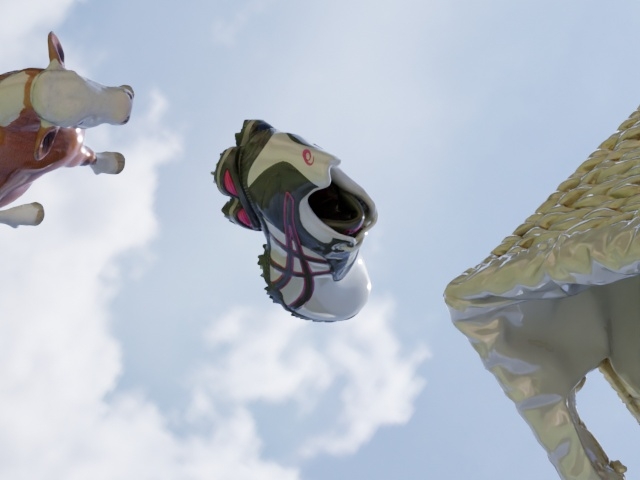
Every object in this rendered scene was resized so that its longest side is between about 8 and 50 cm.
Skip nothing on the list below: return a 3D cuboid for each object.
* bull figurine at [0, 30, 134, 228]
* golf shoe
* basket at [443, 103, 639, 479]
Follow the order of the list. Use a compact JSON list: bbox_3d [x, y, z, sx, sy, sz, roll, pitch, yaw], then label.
[{"bbox_3d":[-0.268,-0.082,1.498,0.310,0.188,0.101,-22,-105,27],"label":"bull figurine"},{"bbox_3d":[0.000,0.000,1.607,0.120,0.273,0.105,12,-117,33],"label":"golf shoe"},{"bbox_3d":[0.326,0.057,1.076,0.266,0.328,0.331,-45,-164,-31],"label":"basket"}]
